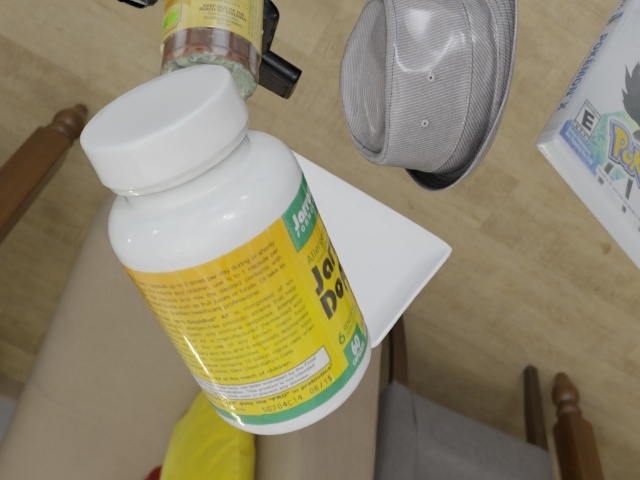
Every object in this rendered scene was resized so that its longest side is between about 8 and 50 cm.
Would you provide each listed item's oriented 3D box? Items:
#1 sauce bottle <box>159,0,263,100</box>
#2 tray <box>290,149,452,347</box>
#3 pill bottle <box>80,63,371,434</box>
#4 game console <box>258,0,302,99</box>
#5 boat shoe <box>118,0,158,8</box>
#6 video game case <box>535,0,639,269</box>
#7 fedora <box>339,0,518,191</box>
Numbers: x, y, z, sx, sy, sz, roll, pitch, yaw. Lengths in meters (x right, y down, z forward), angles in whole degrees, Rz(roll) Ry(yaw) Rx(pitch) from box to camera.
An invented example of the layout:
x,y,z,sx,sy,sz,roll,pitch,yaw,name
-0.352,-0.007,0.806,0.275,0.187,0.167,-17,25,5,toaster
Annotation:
x,y,z,sx,sy,sz,roll,pitch,yaw,name
-0.117,-0.323,0.836,0.111,0.344,0.111,0,158,0,sauce bottle
0.000,0.000,0.830,0.270,0.145,0.030,33,163,28,tray
-0.053,0.008,0.439,0.117,0.118,0.208,-12,124,17,pill bottle
-0.120,-0.357,1.289,0.213,0.361,0.044,31,81,-6,game console
-0.342,-0.437,1.257,0.133,0.042,0.049,25,132,11,boat shoe
0.428,-0.111,0.894,0.329,0.300,0.036,44,155,-19,video game case
0.102,-0.191,0.830,0.124,0.244,0.275,-4,121,-23,fedora
